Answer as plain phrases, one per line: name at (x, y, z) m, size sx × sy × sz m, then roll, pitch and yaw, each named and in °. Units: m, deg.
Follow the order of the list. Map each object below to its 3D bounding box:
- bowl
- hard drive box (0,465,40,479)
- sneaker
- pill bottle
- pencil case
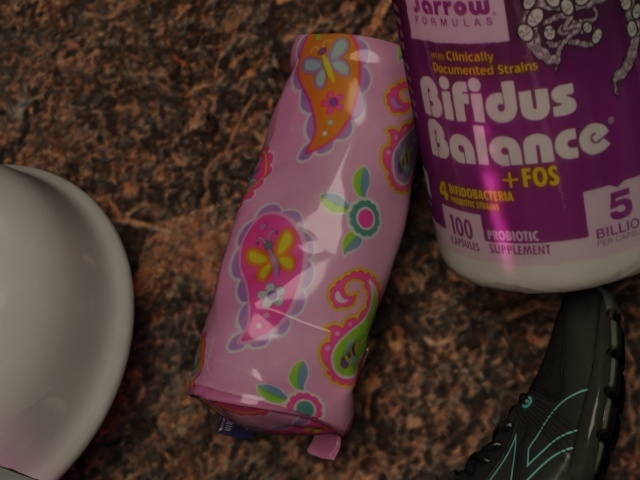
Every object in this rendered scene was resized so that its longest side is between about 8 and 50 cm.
bowl at (-0.291, 0.053, 1.020) m, size 0.298 × 0.134 × 0.298 m, roll -8°, pitch 64°, yaw 18°
hard drive box at (-0.187, 0.273, 0.925) m, size 0.089 × 0.181 × 0.232 m, roll 17°, pitch 78°, yaw 17°
sneaker at (0.131, 0.151, 0.930) m, size 0.106 × 0.101 × 0.267 m, roll 9°, pitch 75°, yaw 19°
pill bottle at (0.132, -0.133, 0.905) m, size 0.169 × 0.169 × 0.301 m, roll -9°, pitch 112°, yaw 11°
pencil case at (0.000, 0.000, 1.004) m, size 0.124 × 0.124 × 0.284 m, roll 12°, pitch 77°, yaw 17°
